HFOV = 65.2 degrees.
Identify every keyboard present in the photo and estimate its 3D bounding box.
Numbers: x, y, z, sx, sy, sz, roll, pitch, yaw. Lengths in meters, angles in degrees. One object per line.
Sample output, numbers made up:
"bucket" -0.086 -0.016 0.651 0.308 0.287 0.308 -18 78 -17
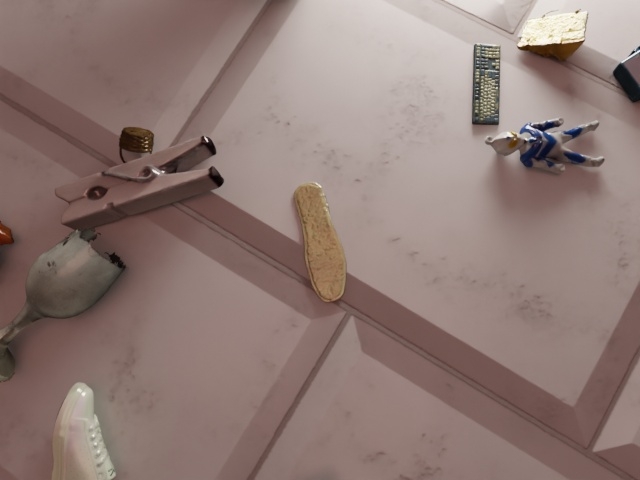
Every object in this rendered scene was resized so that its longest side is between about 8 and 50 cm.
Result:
"keyboard" 0.344 -0.324 1.036 0.055 0.014 0.176 4 81 1

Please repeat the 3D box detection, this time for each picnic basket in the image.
"picnic basket" -0.382 -0.188 1.036 0.072 0.072 0.083 17 113 6

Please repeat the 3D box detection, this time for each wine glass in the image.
"wine glass" -0.525 0.117 0.947 0.321 0.143 0.143 -40 81 -4

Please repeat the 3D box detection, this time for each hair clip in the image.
"hair clip" -0.362 -0.112 1.003 0.331 0.085 0.101 -17 78 2

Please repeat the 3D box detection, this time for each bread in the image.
"bread" 0.468 -0.427 1.012 0.109 0.080 0.084 17 79 4

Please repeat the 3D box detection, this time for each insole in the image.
"insole" 0.000 0.000 1.001 0.081 0.011 0.247 -15 79 1

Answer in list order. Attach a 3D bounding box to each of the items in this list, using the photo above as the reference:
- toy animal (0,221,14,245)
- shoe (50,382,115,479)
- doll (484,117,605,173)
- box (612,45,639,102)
"toy animal" -0.751 0.057 0.960 0.281 0.169 0.195 -43 115 -2
"shoe" -0.426 0.400 0.922 0.110 0.095 0.265 7 86 -1
"doll" 0.438 -0.187 0.987 0.227 0.057 0.114 -1 84 1
"box" 0.633 -0.327 0.993 0.054 0.074 0.099 -31 80 12
